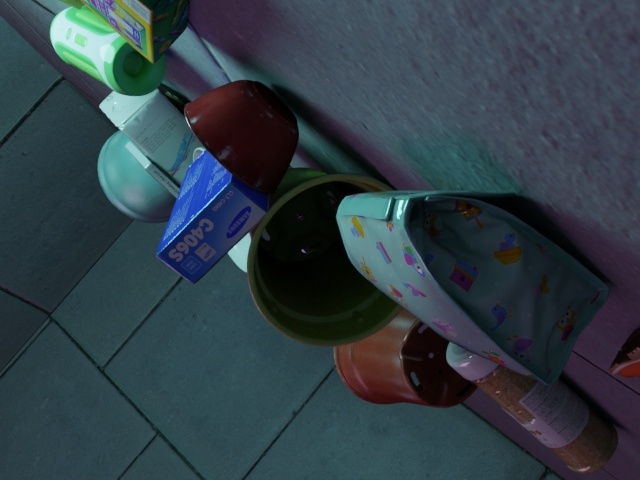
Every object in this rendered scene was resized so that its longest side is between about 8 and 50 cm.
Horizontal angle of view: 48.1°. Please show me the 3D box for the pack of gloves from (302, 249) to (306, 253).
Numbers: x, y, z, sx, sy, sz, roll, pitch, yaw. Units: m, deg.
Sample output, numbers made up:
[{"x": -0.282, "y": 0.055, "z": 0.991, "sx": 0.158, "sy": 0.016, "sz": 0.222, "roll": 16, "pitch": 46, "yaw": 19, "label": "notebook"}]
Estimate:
[{"x": -0.091, "y": -0.006, "z": 1.827, "sx": 0.195, "sy": 0.046, "sz": 0.232, "roll": -8, "pitch": 115, "yaw": 39, "label": "pack of gloves"}]

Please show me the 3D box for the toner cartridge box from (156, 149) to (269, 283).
[{"x": -0.159, "y": -0.086, "z": 1.161, "sx": 0.075, "sy": 0.165, "sz": 0.348, "roll": 40, "pitch": -160, "yaw": -19, "label": "toner cartridge box"}]

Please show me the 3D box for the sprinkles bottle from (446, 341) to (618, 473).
[{"x": 0.397, "y": 0.289, "z": 1.340, "sx": 0.355, "sy": 0.121, "sz": 0.121, "roll": 41, "pitch": 172, "yaw": -13, "label": "sprinkles bottle"}]

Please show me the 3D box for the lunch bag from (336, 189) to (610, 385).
[{"x": 0.155, "y": 0.022, "z": 0.833, "sx": 0.262, "sy": 0.160, "sz": 0.223, "roll": 36, "pitch": 174, "yaw": -16, "label": "lunch bag"}]

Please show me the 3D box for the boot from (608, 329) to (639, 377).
[{"x": 0.382, "y": 0.140, "z": 0.809, "sx": 0.084, "sy": 0.059, "sz": 0.158, "roll": 33, "pitch": 170, "yaw": 13, "label": "boot"}]

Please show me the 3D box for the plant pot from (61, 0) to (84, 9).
[{"x": -0.456, "y": -0.460, "z": 1.290, "sx": 0.079, "sy": 0.083, "sz": 0.083, "roll": 29, "pitch": 179, "yaw": -32, "label": "plant pot"}]

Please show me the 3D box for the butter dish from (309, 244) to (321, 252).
[{"x": 0.057, "y": 0.035, "z": 1.540, "sx": 0.160, "sy": 0.118, "sz": 0.160, "roll": 15, "pitch": -160, "yaw": -5, "label": "butter dish"}]

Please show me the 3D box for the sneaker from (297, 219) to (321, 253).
[{"x": 0.000, "y": 0.000, "z": 1.707, "sx": 0.130, "sy": 0.109, "sz": 0.286, "roll": 41, "pitch": 166, "yaw": 48, "label": "sneaker"}]

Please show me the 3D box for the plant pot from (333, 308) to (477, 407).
[{"x": 0.203, "y": 0.241, "z": 1.558, "sx": 0.272, "sy": 0.272, "sz": 0.265, "roll": 41, "pitch": 164, "yaw": -14, "label": "plant pot"}]

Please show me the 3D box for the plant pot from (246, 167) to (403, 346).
[{"x": -0.008, "y": -0.005, "z": 1.180, "sx": 0.276, "sy": 0.276, "sz": 0.254, "roll": 43, "pitch": -178, "yaw": -25, "label": "plant pot"}]

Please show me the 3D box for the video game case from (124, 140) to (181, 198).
[{"x": -0.371, "y": -0.143, "z": 1.713, "sx": 0.193, "sy": 0.023, "sz": 0.212, "roll": 46, "pitch": 175, "yaw": -34, "label": "video game case"}]

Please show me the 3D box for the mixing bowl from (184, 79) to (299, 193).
[{"x": -0.097, "y": -0.167, "z": 1.048, "sx": 0.181, "sy": 0.098, "sz": 0.181, "roll": 42, "pitch": -163, "yaw": -17, "label": "mixing bowl"}]

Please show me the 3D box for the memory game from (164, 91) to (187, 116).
[{"x": -0.302, "y": -0.291, "z": 1.728, "sx": 0.186, "sy": 0.012, "sz": 0.186, "roll": 38, "pitch": 172, "yaw": 6, "label": "memory game"}]

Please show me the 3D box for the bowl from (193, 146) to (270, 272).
[{"x": -0.159, "y": -0.087, "z": 1.586, "sx": 0.298, "sy": 0.134, "sz": 0.298, "roll": 51, "pitch": 155, "yaw": 35, "label": "bowl"}]

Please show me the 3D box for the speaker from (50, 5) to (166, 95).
[{"x": -0.418, "y": -0.372, "z": 1.395, "sx": 0.296, "sy": 0.131, "sz": 0.131, "roll": 33, "pitch": 170, "yaw": 42, "label": "speaker"}]

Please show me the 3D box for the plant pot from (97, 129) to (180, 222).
[{"x": -0.441, "y": -0.214, "z": 1.980, "sx": 0.293, "sy": 0.293, "sz": 0.196, "roll": 42, "pitch": 146, "yaw": -17, "label": "plant pot"}]

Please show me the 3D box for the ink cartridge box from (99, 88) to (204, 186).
[{"x": -0.358, "y": -0.236, "z": 1.724, "sx": 0.306, "sy": 0.131, "sz": 0.226, "roll": 49, "pitch": 174, "yaw": -37, "label": "ink cartridge box"}]

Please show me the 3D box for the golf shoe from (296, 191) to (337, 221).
[{"x": 0.023, "y": -0.060, "z": 1.372, "sx": 0.186, "sy": 0.086, "sz": 0.067, "roll": 28, "pitch": 138, "yaw": -34, "label": "golf shoe"}]

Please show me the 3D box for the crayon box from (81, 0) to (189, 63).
[{"x": -0.261, "y": -0.348, "z": 0.951, "sx": 0.165, "sy": 0.081, "sz": 0.278, "roll": 41, "pitch": 172, "yaw": -10, "label": "crayon box"}]
